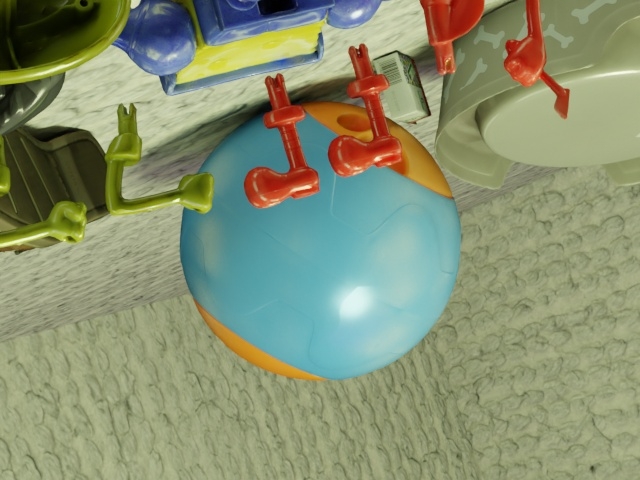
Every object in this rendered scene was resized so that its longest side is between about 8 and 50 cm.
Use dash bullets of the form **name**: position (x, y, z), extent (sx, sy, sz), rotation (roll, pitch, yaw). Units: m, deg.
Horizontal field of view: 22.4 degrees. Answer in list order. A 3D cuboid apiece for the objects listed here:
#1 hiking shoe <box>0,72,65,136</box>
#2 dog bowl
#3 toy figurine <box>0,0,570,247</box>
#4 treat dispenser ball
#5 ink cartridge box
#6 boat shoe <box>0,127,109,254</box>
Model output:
- **hiking shoe**: position (-0.234, -0.095, 1.020), extent (0.227, 0.086, 0.114), rotation (-15, -170, 34)
- **dog bowl**: position (0.283, -0.154, 1.629), extent (0.349, 0.102, 0.349), rotation (-5, 162, -2)
- **toy figurine**: position (-0.061, -0.105, 0.947), extent (0.363, 0.191, 0.217), rotation (-17, 179, -15)
- **treat dispenser ball**: position (0.000, 0.000, 1.655), extent (0.288, 0.288, 0.288), rotation (-19, 175, -2)
- **ink cartridge box**: position (0.087, -0.152, 1.630), extent (0.029, 0.062, 0.115), rotation (-19, 176, 15)
- **boat shoe**: position (-0.262, -0.031, 1.329), extent (0.104, 0.110, 0.307), rotation (-22, 174, 12)
